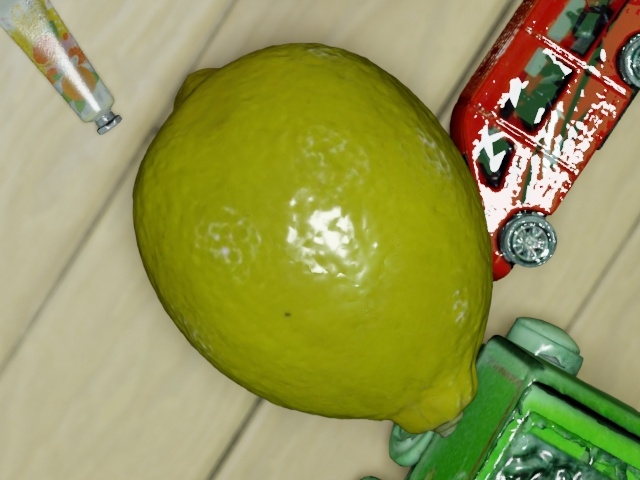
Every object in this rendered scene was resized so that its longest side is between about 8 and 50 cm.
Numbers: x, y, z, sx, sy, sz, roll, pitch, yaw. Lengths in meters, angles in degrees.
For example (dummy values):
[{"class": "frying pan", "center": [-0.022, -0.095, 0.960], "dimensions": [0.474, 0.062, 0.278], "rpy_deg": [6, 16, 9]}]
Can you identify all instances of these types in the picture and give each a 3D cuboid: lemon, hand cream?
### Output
[{"class": "lemon", "center": [0.000, 0.000, 1.064], "dimensions": [0.184, 0.184, 0.248], "rpy_deg": [-38, 78, -3]}, {"class": "hand cream", "center": [-0.149, -0.104, 1.106], "dimensions": [0.035, 0.022, 0.102], "rpy_deg": [-36, 101, 1]}]

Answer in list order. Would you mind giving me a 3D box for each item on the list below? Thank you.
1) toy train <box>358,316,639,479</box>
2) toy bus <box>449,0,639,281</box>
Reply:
[{"class": "toy train", "center": [0.090, 0.165, 1.120], "dimensions": [0.132, 0.188, 0.243], "rpy_deg": [29, 94, -14]}, {"class": "toy bus", "center": [0.128, -0.072, 1.142], "dimensions": [0.089, 0.081, 0.195], "rpy_deg": [33, 92, -6]}]
